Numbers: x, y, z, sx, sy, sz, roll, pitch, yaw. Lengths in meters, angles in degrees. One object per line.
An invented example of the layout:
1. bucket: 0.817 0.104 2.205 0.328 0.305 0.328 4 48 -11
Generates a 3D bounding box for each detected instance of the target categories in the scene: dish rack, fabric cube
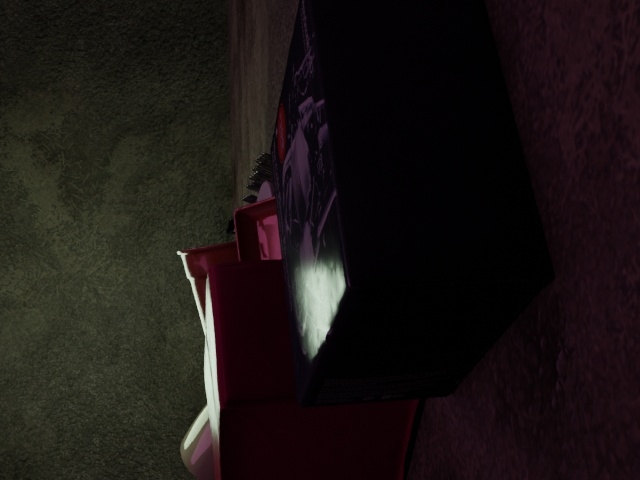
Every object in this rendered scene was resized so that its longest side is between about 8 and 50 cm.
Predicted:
1. dish rack: -0.133 -0.133 2.062 0.208 0.074 0.271 175 115 -77
2. fabric cube: -0.026 0.204 1.236 0.258 0.254 0.259 -103 15 -50

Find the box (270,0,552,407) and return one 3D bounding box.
1. box: 0.063 -0.043 0.922 0.312 0.179 0.343 109 156 -60

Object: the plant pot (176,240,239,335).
1. plant pot: -0.178 0.131 2.090 0.272 0.272 0.265 175 85 -79

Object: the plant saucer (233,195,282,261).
1. plant saucer: -0.037 0.050 1.495 0.258 0.048 0.259 -14 81 46

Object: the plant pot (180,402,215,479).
1. plant pot: -0.237 0.517 2.540 0.256 0.257 0.274 -108 35 -56

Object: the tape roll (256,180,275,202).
1. tape roll: -0.075 0.023 1.819 0.286 0.100 0.286 -177 90 -77
